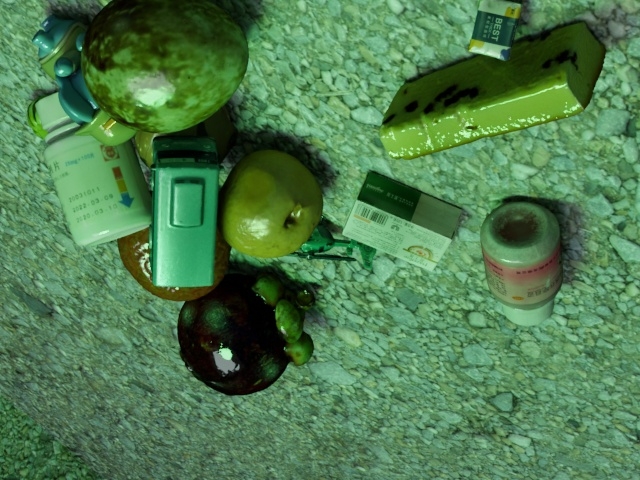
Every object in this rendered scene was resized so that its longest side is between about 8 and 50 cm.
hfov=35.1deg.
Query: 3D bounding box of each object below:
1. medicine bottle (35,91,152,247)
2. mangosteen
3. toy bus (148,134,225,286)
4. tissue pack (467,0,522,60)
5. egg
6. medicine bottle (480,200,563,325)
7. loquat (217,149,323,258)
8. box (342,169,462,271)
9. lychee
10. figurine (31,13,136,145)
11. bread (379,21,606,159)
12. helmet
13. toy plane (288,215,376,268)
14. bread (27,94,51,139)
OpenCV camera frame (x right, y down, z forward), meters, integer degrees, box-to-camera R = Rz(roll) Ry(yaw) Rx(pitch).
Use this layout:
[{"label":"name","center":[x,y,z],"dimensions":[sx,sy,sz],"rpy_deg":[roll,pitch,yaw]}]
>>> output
[{"label":"medicine bottle","center":[-0.435,-0.145,1.943],"dimensions":[0.170,0.170,0.292],"rpy_deg":[-18,91,47]},{"label":"mangosteen","center":[-0.181,0.209,2.329],"dimensions":[0.311,0.311,0.311],"rpy_deg":[17,148,11]},{"label":"toy bus","center":[-0.248,-0.051,1.835],"dimensions":[0.128,0.147,0.256],"rpy_deg":[0,116,-12]},{"label":"tissue pack","center":[0.252,-0.307,1.459],"dimensions":[0.062,0.042,0.083],"rpy_deg":[17,108,15]},{"label":"egg","center":[-0.252,-0.296,1.648],"dimensions":[0.289,0.238,0.238],"rpy_deg":[-7,137,34]},{"label":"medicine bottle","center":[0.372,0.049,1.850],"dimensions":[0.147,0.147,0.247],"rpy_deg":[8,145,23]},{"label":"loquat","center":[-0.098,-0.068,1.919],"dimensions":[0.208,0.208,0.208],"rpy_deg":[17,148,11]},{"label":"box","center":[0.154,-0.034,1.926],"dimensions":[0.199,0.081,0.135],"rpy_deg":[25,149,1]},{"label":"lychee","center":[-0.300,0.003,2.118],"dimensions":[0.255,0.255,0.300],"rpy_deg":[40,171,-25]},{"label":"figurine","center":[-0.422,-0.287,1.806],"dimensions":[0.262,0.154,0.180],"rpy_deg":[50,177,-8]},{"label":"bread","center":[0.246,-0.219,1.536],"dimensions":[0.361,0.138,0.077],"rpy_deg":[-12,132,43]},{"label":"helmet","center":[-0.268,-0.189,1.922],"dimensions":[0.198,0.130,0.224],"rpy_deg":[22,147,-4]},{"label":"toy plane","center":[0.000,0.000,2.065],"dimensions":[0.235,0.096,0.060],"rpy_deg":[7,151,-7]},{"label":"bread","center":[-0.539,-0.243,2.071],"dimensions":[0.139,0.071,0.130],"rpy_deg":[12,151,18]}]
